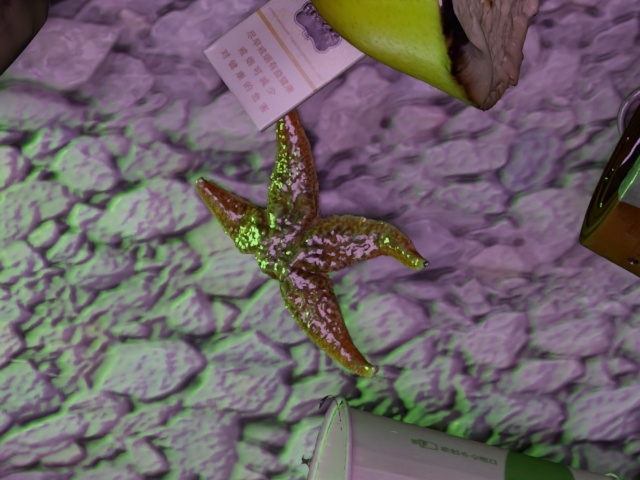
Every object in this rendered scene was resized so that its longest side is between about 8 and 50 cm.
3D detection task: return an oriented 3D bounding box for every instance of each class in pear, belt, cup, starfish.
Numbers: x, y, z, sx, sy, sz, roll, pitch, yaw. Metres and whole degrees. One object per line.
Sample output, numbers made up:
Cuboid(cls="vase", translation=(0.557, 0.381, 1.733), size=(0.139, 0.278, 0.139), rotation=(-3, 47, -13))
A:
Cuboid(cls="pear", translation=(0.075, -0.226, 1.574), size=(0.178, 0.267, 0.267), rotation=(1, 107, 21))
Cuboid(cls="belt", translation=(0.314, -0.090, 1.590), size=(0.105, 0.184, 0.261), rotation=(31, 101, 0))
Cuboid(cls="cup", translation=(0.118, 0.282, 1.709), size=(0.274, 0.253, 0.253), rotation=(10, 106, -6))
Cuboid(cls="starfish", translation=(0.002, -0.001, 1.719), size=(0.138, 0.050, 0.247), rotation=(-42, 87, 18))

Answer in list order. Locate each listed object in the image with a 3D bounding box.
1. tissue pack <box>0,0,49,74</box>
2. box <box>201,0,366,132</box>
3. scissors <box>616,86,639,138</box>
Cuboid(cls="tissue pack", translation=(-0.431, -0.247, 1.569), size=(0.277, 0.267, 0.387), rotation=(-36, 102, 13))
Cuboid(cls="box", translation=(-0.011, -0.179, 1.673), size=(0.167, 0.024, 0.090), rotation=(-36, 87, 6))
Cuboid(cls="scissors", translation=(0.332, -0.024, 1.709), size=(0.118, 0.030, 0.242), rotation=(-6, 103, 5))
